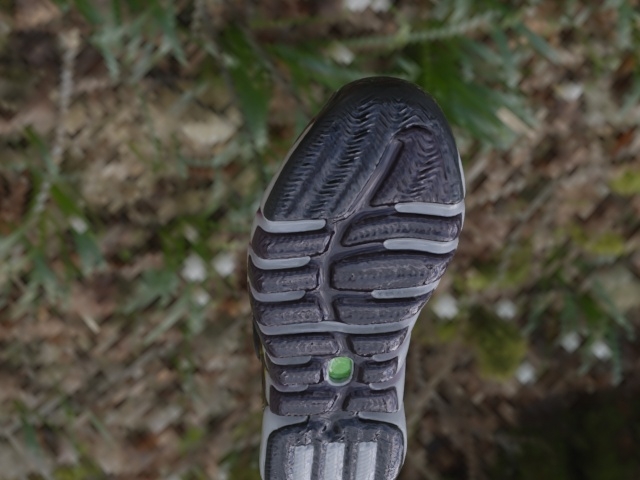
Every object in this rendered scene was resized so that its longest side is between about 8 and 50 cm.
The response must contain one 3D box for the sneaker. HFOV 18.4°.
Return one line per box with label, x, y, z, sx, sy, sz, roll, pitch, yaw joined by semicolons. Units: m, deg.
sneaker;0.000;0.000;1.073;0.106;0.162;0.281;2;128;-12
